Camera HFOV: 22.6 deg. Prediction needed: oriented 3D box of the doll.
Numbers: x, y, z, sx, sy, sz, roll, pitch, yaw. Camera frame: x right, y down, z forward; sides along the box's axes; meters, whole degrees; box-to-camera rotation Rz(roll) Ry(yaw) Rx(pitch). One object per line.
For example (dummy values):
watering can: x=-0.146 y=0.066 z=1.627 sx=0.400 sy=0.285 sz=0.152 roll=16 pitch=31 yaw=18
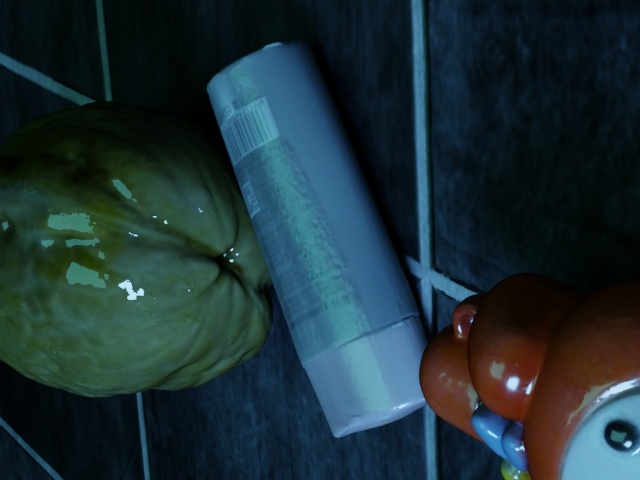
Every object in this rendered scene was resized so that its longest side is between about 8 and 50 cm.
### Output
doll: x=0.165 y=0.095 z=0.811 sx=0.290 sy=0.130 sz=0.161 roll=25 pitch=136 yaw=36

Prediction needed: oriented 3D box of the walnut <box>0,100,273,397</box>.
walnut: x=-0.151 y=0.010 z=1.234 sx=0.283 sy=0.227 sz=0.283 roll=24 pitch=163 yaw=8

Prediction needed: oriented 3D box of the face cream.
face cream: x=0.000 y=0.000 z=1.114 sx=0.107 sy=0.073 sz=0.269 roll=-33 pitch=74 yaw=52
